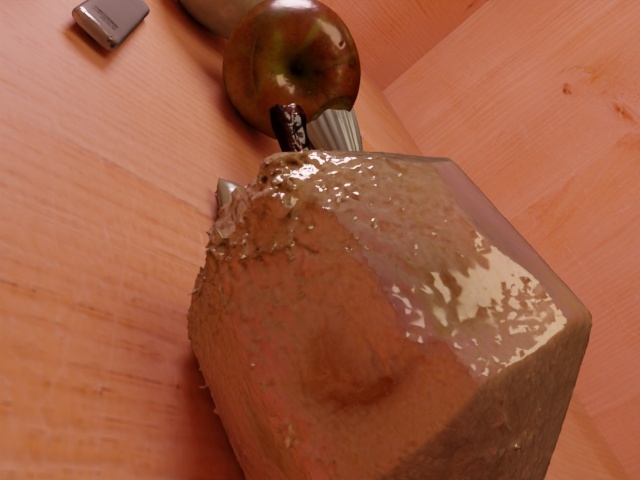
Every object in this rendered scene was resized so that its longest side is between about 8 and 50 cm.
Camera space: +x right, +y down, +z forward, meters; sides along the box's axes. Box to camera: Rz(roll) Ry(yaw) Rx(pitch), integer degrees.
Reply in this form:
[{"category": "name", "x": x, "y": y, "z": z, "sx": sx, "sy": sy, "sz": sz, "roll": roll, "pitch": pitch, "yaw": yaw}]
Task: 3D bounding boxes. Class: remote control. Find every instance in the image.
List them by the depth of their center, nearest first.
[{"category": "remote control", "x": -0.297, "y": -0.327, "z": 0.830, "sx": 0.067, "sy": 0.029, "sz": 0.261, "roll": 42, "pitch": 19, "yaw": -26}]

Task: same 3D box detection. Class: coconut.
[{"category": "coconut", "x": 0.051, "y": 0.092, "z": 0.475, "sx": 0.297, "sy": 0.297, "sz": 0.310, "roll": 21, "pitch": 31, "yaw": -56}]

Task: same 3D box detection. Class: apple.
[{"category": "apple", "x": -0.051, "y": -0.302, "z": 1.026, "sx": 0.246, "sy": 0.246, "sz": 0.226, "roll": 46, "pitch": 4, "yaw": -16}]

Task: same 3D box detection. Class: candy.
[{"category": "candy", "x": -0.204, "y": -0.525, "z": 1.161, "sx": 0.296, "sy": 0.185, "sz": 0.295, "roll": 52, "pitch": 2, "yaw": -3}]

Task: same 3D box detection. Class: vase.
[{"category": "vase", "x": 0.033, "y": -0.238, "z": 1.299, "sx": 0.128, "sy": 0.128, "sz": 0.248, "roll": 22, "pitch": 43, "yaw": -56}]

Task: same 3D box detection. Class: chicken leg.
[{"category": "chicken leg", "x": 0.000, "y": 0.000, "z": 0.776, "sx": 0.158, "sy": 0.095, "sz": 0.407, "roll": 65, "pitch": 8, "yaw": -67}]

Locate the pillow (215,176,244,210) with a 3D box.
[{"category": "pillow", "x": -0.073, "y": 0.007, "z": 0.705, "sx": 0.119, "sy": 0.053, "sz": 0.208, "roll": 38, "pitch": 20, "yaw": -40}]
